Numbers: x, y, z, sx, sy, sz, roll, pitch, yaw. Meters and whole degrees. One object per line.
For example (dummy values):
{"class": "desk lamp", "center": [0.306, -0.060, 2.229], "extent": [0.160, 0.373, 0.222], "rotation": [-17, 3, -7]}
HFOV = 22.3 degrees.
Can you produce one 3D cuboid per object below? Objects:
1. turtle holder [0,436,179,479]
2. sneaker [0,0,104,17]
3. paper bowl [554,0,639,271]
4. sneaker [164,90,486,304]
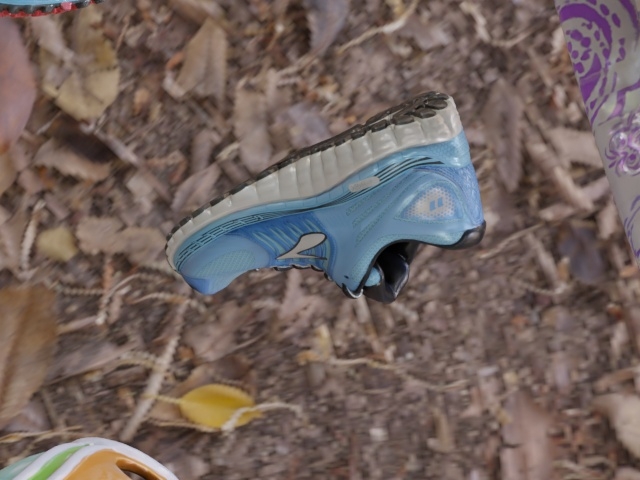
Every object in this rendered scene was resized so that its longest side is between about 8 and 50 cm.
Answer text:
{"class": "turtle holder", "center": [-0.203, 0.302, 1.276], "extent": [0.243, 0.320, 0.227], "rotation": [14, 45, 7]}
{"class": "sneaker", "center": [-0.176, -0.260, 1.310], "extent": [0.262, 0.104, 0.125], "rotation": [-22, 103, -18]}
{"class": "paper bowl", "center": [0.142, -0.107, 0.475], "extent": [0.148, 0.284, 0.284], "rotation": [-15, 85, 5]}
{"class": "sneaker", "center": [0.000, 0.000, 0.666], "extent": [0.063, 0.162, 0.073], "rotation": [-33, 99, -46]}
